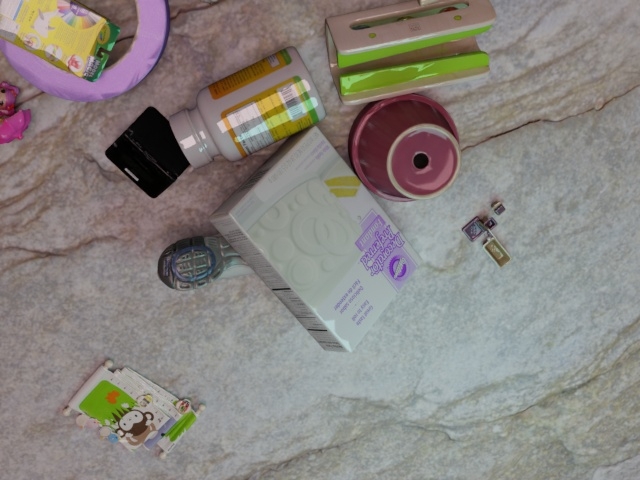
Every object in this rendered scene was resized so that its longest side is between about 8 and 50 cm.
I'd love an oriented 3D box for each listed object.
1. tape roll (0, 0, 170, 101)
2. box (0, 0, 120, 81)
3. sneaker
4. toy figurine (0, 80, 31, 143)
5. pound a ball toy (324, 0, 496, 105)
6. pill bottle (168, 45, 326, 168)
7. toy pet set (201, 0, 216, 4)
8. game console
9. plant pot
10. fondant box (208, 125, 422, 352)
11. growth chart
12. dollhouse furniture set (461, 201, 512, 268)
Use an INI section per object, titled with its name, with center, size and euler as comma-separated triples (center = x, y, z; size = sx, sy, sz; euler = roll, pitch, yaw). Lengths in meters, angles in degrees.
[tape roll]
center = -0.389, -0.370, 1.231
size = 0.274, 0.090, 0.275
euler = -2, 107, -7
[box]
center = -0.412, -0.332, 1.171
size = 0.179, 0.043, 0.105
euler = 27, 101, -11
[sneaker]
center = -0.161, 0.020, 1.367
size = 0.297, 0.129, 0.111
euler = -10, 88, -25
[toy figurine]
center = -0.568, -0.229, 1.255
size = 0.159, 0.130, 0.173
euler = 11, 80, -24
[pound a ball toy]
center = 0.170, -0.373, 1.260
size = 0.319, 0.136, 0.208
euler = -13, 143, -3
[pill bottle]
center = -0.127, -0.219, 1.283
size = 0.245, 0.136, 0.136
euler = -26, 108, 1
[toy pet set]
center = -0.163, -0.458, 1.262
size = 0.114, 0.065, 0.122
euler = 16, 103, 24
[game console]
center = -0.302, -0.156, 1.345
size = 0.122, 0.071, 0.107
euler = 44, 126, -16
[plant pot]
center = 0.160, -0.153, 1.317
size = 0.201, 0.180, 0.201
euler = -2, 107, -7
[fondant box]
center = 0.000, 0.000, 1.330
size = 0.330, 0.096, 0.238
euler = 50, 63, -18
[growth chart]
center = -0.369, 0.338, 1.477
size = 0.237, 0.021, 0.172
euler = 31, 101, -14
[dollhouse furniture set]
center = 0.349, 0.000, 1.437
size = 0.091, 0.081, 0.114
euler = -41, 107, 5
